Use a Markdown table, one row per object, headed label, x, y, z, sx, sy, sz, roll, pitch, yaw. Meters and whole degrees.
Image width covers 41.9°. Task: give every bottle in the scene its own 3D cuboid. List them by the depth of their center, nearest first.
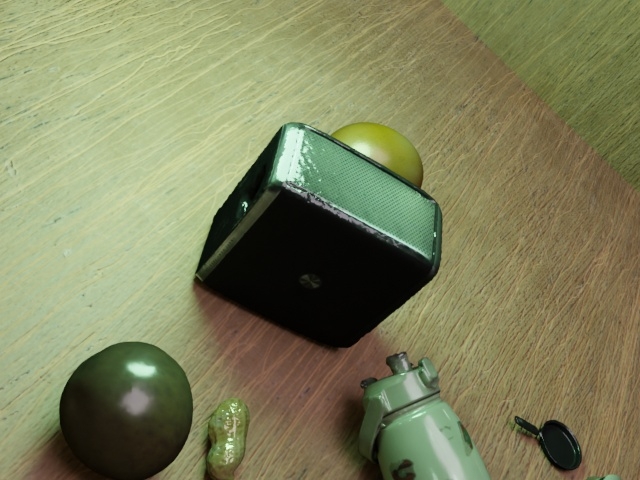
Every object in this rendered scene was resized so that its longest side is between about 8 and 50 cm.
| label | x | y | z | sx | sy | sz | roll | pitch | yaw |
| --- | --- | --- | --- | --- | --- | --- | --- | --- | --- |
| bottle | 0.195 | 0.415 | 1.747 | 0.229 | 0.229 | 0.351 | -13 | 73 | -44 |

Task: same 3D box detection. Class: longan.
| label | x | y | z | sx | sy | sz | roll | pitch | yaw |
| --- | --- | --- | --- | --- | --- | --- | --- | --- | --- |
| longan | -0.325 | 0.291 | 1.444 | 0.248 | 0.248 | 0.248 | 22 | 46 | -24 |

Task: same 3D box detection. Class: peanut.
| label | x | y | z | sx | sy | sz | roll | pitch | yaw |
| --- | --- | --- | --- | --- | --- | --- | --- | --- | --- |
| peanut | -0.180 | 0.378 | 1.591 | 0.080 | 0.080 | 0.174 | 25 | 47 | -22 |

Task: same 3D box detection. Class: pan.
| label | x | y | z | sx | sy | sz | roll | pitch | yaw |
| --- | --- | --- | --- | --- | --- | --- | --- | --- | --- |
| pan | 0.575 | 0.504 | 2.134 | 0.235 | 0.028 | 0.136 | 31 | 42 | -20 |

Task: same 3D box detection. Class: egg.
| label | x | y | z | sx | sy | sz | roll | pitch | yaw |
| --- | --- | --- | --- | --- | --- | --- | --- | --- | --- |
| egg | 0.131 | -0.177 | 2.171 | 0.322 | 0.250 | 0.250 | 7 | 52 | -47 |

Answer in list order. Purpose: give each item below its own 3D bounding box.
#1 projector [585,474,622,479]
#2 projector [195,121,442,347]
| label | x | y | z | sx | sy | sz | roll | pitch | yaw |
| --- | --- | --- | --- | --- | --- | --- | --- | --- | --- |
| projector | 0.630 | 0.665 | 1.933 | 0.242 | 0.177 | 0.163 | -26 | 77 | -46 |
| projector | 0.000 | 0.000 | 1.804 | 0.405 | 0.395 | 0.242 | 28 | 44 | -17 |
